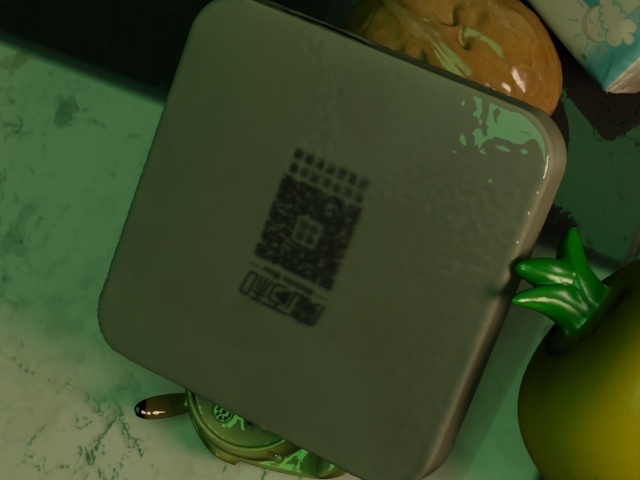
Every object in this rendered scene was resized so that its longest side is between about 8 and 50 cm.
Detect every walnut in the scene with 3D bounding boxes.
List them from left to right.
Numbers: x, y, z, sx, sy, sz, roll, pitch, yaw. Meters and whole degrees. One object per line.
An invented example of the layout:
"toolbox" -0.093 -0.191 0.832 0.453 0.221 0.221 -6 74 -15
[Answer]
"walnut" 0.125 -0.167 1.285 0.225 0.193 0.193 36 88 19

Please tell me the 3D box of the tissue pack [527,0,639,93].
"tissue pack" 0.283 -0.300 1.283 0.201 0.124 0.271 -43 72 25

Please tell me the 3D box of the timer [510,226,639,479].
"timer" 0.269 0.103 1.130 0.285 0.285 0.285 -3 78 12

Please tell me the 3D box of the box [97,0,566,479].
"box" 0.000 0.000 1.215 0.367 0.090 0.373 25 104 19

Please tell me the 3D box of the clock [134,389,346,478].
"clock" -0.068 0.146 1.322 0.231 0.069 0.170 4 80 14
